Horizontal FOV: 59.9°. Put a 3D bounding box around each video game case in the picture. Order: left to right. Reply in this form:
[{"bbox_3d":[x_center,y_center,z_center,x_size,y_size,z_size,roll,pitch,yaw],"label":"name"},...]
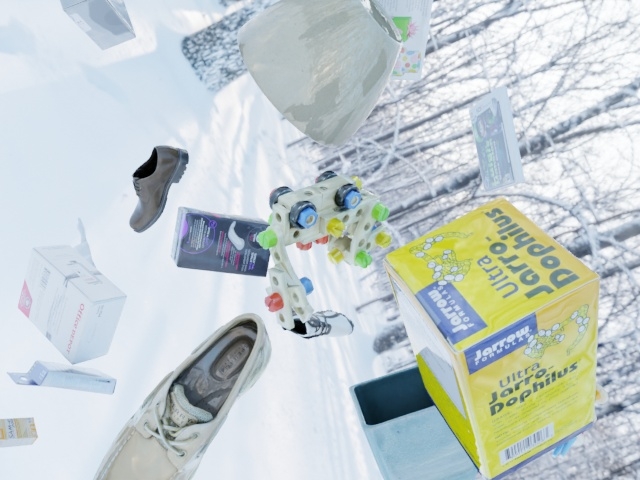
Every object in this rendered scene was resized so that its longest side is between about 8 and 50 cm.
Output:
[{"bbox_3d":[0.358,-0.200,1.143,0.173,0.022,0.190,155,-77,-87],"label":"video game case"}]

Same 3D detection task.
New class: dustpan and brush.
[{"bbox_3d":[-0.750,0.030,1.760,0.147,0.060,0.211,-31,-97,57],"label":"dustpan and brush"}]

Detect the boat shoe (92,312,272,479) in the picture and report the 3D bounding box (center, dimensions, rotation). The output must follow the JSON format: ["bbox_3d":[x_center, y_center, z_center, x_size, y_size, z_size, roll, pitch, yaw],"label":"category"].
[{"bbox_3d":[-0.169,0.212,0.669,0.109,0.302,0.098,36,-24,12],"label":"boat shoe"}]

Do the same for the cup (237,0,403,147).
[{"bbox_3d":[0.030,-0.396,1.161,0.331,0.237,0.331,38,32,-29],"label":"cup"}]

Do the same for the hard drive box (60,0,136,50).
[{"bbox_3d":[-0.503,-0.565,1.196,0.181,0.089,0.232,65,4,-81],"label":"hard drive box"}]

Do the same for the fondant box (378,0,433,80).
[{"bbox_3d":[0.103,-0.537,1.400,0.096,0.330,0.238,-90,-178,-49],"label":"fondant box"}]

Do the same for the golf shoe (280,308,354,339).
[{"bbox_3d":[-0.012,0.214,1.363,0.094,0.198,0.077,-94,-162,-63],"label":"golf shoe"}]

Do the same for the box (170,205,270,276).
[{"bbox_3d":[-0.291,0.003,1.651,0.143,0.270,0.165,-153,-106,-65],"label":"box"}]

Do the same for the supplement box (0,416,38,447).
[{"bbox_3d":[-0.771,0.482,1.395,0.098,0.036,0.062,17,31,-51],"label":"supplement box"}]

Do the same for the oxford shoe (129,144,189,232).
[{"bbox_3d":[-0.386,-0.118,1.235,0.096,0.227,0.083,12,27,-43],"label":"oxford shoe"}]

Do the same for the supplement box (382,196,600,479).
[{"bbox_3d":[0.252,0.154,0.802,0.194,0.195,0.356,57,-7,49],"label":"supplement box"}]

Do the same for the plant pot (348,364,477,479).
[{"bbox_3d":[0.230,0.464,1.300,0.247,0.248,0.252,-125,-161,-81],"label":"plant pot"}]

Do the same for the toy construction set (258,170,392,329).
[{"bbox_3d":[0.000,0.000,0.981,0.328,0.151,0.215,-38,143,-45],"label":"toy construction set"}]

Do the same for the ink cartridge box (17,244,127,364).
[{"bbox_3d":[-0.683,0.170,1.519,0.283,0.207,0.117,33,21,25],"label":"ink cartridge box"}]

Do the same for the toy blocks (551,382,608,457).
[{"bbox_3d":[0.413,0.311,0.966,0.054,0.148,0.123,55,-30,-8],"label":"toy blocks"}]

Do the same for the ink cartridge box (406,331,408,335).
[{"bbox_3d":[0.356,0.170,1.392,0.065,0.333,0.165,-5,90,-60],"label":"ink cartridge box"}]

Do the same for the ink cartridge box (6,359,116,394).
[{"bbox_3d":[-0.663,0.345,1.418,0.224,0.223,0.045,17,76,-33],"label":"ink cartridge box"}]
